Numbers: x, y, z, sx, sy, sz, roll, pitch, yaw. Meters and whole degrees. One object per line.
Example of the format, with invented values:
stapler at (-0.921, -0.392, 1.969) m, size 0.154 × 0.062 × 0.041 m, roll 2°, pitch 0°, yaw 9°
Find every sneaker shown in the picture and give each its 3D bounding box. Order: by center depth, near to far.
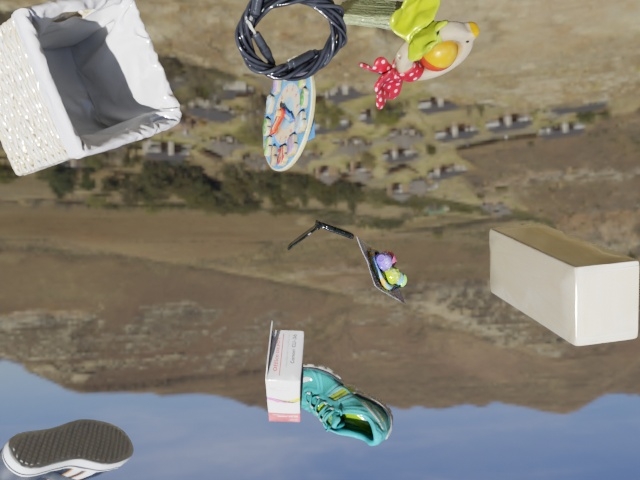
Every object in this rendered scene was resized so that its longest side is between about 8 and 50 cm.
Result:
sneaker at (0.024, 0.350, 1.769) m, size 0.275 × 0.107 × 0.110 m, roll 22°, pitch -155°, yaw 10°
sneaker at (-0.557, 0.466, 1.773) m, size 0.127 × 0.126 × 0.321 m, roll -47°, pitch 148°, yaw 22°

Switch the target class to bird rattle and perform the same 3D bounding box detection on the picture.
bird rattle at (0.210, -0.368, 1.672) m, size 0.207 × 0.143 × 0.253 m, roll -9°, pitch 149°, yaw -22°

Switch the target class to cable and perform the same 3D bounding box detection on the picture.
cable at (-0.039, -0.322, 1.306) m, size 0.185 × 0.150 × 0.047 m, roll 10°, pitch -163°, yaw -31°

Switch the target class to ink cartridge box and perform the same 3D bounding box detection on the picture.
ink cartridge box at (-0.066, 0.251, 1.589) m, size 0.067 × 0.115 × 0.198 m, roll 2°, pitch 141°, yaw 1°

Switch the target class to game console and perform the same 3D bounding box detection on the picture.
game console at (0.000, 0.000, 1.556) m, size 0.107 × 0.071 × 0.122 m, roll 20°, pitch -178°, yaw -3°

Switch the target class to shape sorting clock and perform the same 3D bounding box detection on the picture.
shape sorting clock at (-0.060, -0.224, 1.467) m, size 0.040 × 0.206 × 0.206 m, roll 3°, pitch 171°, yaw -27°

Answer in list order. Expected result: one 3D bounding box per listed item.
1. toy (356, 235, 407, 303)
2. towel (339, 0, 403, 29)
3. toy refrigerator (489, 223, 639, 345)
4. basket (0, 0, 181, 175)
toy at (0.171, 0.069, 2.078) m, size 0.056 × 0.136 × 0.237 m, roll -26°, pitch 156°, yaw 12°
towel at (0.101, -0.473, 1.724) m, size 0.148 × 0.027 × 0.110 m, roll 9°, pitch -141°, yaw 19°
toy refrigerator at (0.326, 0.051, 1.133) m, size 0.094 × 0.102 × 0.269 m, roll -5°, pitch -169°, yaw -10°
basket at (-0.554, -0.347, 1.872) m, size 0.267 × 0.331 × 0.328 m, roll -14°, pitch -168°, yaw 38°
